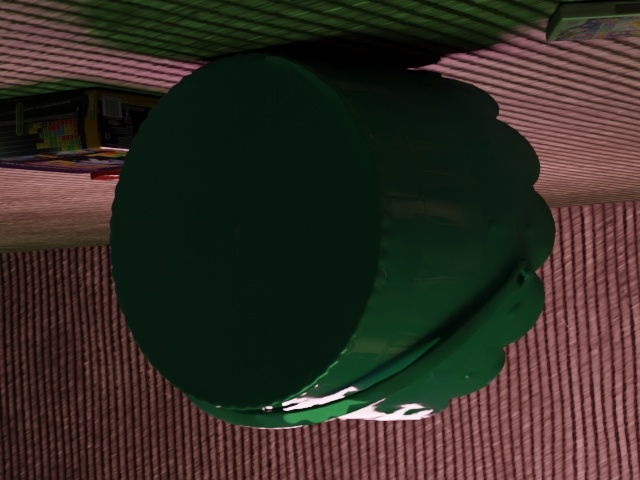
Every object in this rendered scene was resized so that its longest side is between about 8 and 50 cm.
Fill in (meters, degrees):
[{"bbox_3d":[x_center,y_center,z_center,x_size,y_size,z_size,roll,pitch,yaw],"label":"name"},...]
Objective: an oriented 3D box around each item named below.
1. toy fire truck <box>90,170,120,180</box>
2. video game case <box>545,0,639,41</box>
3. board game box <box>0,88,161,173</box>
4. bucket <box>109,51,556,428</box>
[{"bbox_3d":[-0.105,-0.083,1.536,0.135,0.047,0.192,0,176,-31],"label":"toy fire truck"},{"bbox_3d":[0.204,-0.137,1.107,0.122,0.011,0.087,-3,178,1],"label":"video game case"},{"bbox_3d":[-0.183,-0.084,1.423,0.141,0.048,0.170,-6,176,29],"label":"board game box"},{"bbox_3d":[0.000,0.000,1.250,0.281,0.281,0.183,-5,174,38],"label":"bucket"}]
